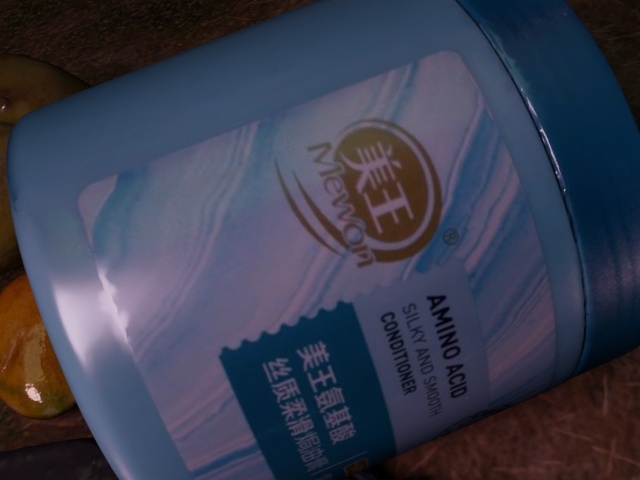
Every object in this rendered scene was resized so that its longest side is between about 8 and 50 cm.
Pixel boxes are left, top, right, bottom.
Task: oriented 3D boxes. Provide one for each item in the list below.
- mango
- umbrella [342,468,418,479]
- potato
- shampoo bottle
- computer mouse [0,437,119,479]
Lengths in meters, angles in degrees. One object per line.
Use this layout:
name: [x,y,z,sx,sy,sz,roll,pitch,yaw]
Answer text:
mango: [-0.261,0.092,0.676,0.115,0.089,0.164,6,52,5]
umbrella: [0.083,0.210,0.509,0.224,0.080,0.071,4,85,21]
potato: [-0.325,-0.077,0.741,0.219,0.202,0.351,2,30,-5]
shampoo bottle: [0.000,0.000,0.535,0.343,0.331,0.331,-22,47,-6]
computer mouse: [-0.257,0.248,0.508,0.324,0.116,0.182,-11,48,-4]
